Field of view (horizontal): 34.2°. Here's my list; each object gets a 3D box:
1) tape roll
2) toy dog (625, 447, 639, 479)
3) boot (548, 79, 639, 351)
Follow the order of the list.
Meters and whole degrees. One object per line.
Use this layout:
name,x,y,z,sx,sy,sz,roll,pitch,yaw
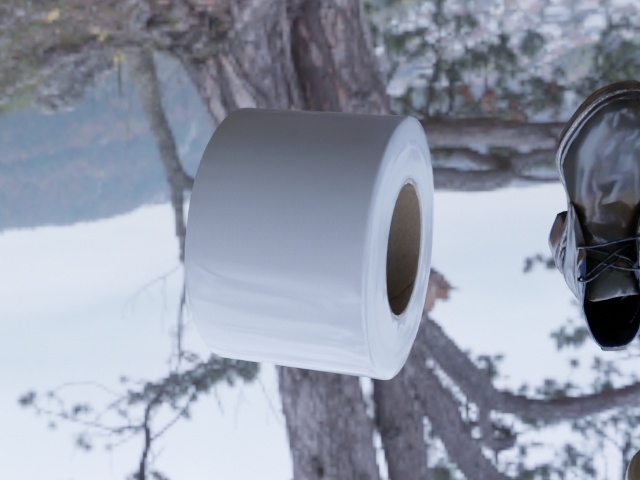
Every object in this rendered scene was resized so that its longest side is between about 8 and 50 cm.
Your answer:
tape roll,0.000,0.000,0.984,0.169,0.246,0.246,5,-175,20
toy dog,0.330,0.077,0.618,0.161,0.333,0.220,35,162,33
boot,0.219,-0.012,0.760,0.082,0.106,0.219,-10,144,1
